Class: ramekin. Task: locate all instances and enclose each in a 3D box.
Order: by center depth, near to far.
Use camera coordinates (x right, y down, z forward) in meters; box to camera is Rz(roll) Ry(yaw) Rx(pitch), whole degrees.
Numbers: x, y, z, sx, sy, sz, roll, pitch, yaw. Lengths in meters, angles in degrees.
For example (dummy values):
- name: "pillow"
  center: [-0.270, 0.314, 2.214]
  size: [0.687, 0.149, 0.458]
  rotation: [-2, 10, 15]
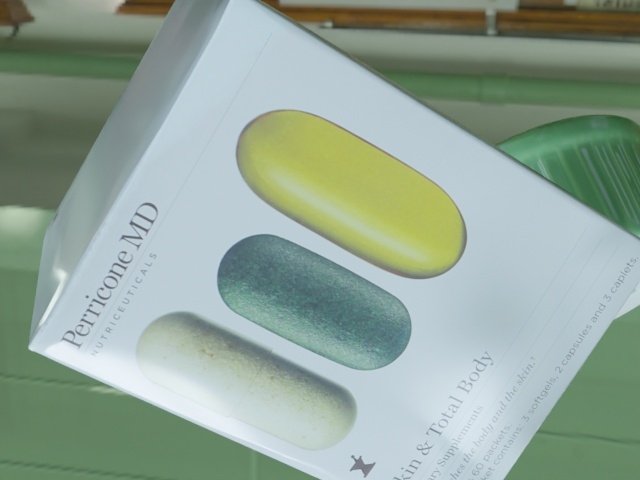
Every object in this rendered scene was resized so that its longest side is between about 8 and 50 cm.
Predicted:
- name: "ramekin"
  center: [0.266, 0.007, 1.121]
  size: [0.303, 0.303, 0.148]
  rotation: [-8, -119, -24]

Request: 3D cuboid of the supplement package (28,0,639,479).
- name: "supplement package"
  center: [0.000, 0.000, 0.570]
  size: [0.262, 0.199, 0.198]
  rotation: [29, -171, -20]
